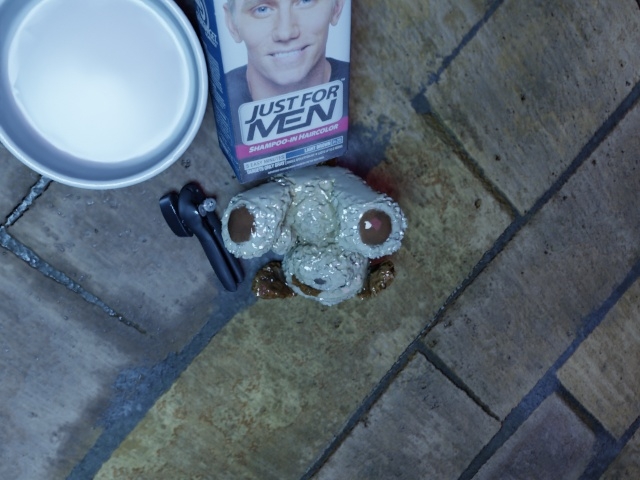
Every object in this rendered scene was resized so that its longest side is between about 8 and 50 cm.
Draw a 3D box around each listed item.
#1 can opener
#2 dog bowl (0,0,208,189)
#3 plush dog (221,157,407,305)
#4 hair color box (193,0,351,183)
[{"bbox_3d":[-0.167,-0.004,0.874,0.186,0.073,0.059,60,41,-27],"label":"can opener"},{"bbox_3d":[-0.279,-0.203,0.726,0.264,0.104,0.265,-4,107,-14],"label":"dog bowl"},{"bbox_3d":[0.000,0.000,0.890,0.262,0.211,0.226,0,122,7],"label":"plush dog"},{"bbox_3d":[-0.058,-0.254,0.734,0.173,0.105,0.347,-19,137,-16],"label":"hair color box"}]
